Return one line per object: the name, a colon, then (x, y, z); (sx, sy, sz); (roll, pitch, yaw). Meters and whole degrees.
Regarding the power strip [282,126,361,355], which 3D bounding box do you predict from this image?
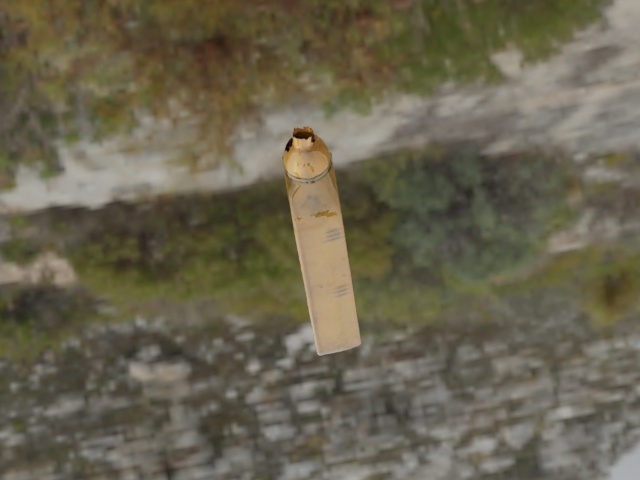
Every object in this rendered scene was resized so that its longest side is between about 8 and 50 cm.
power strip: (0.000, 0.000, 0.809); (0.028, 0.049, 0.178); (-9, 141, 1)
